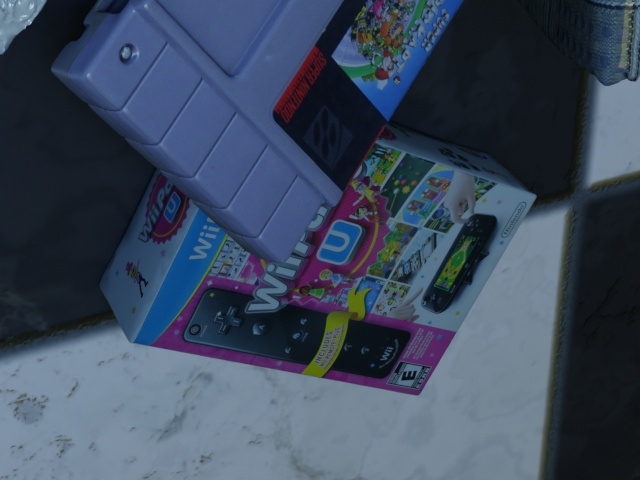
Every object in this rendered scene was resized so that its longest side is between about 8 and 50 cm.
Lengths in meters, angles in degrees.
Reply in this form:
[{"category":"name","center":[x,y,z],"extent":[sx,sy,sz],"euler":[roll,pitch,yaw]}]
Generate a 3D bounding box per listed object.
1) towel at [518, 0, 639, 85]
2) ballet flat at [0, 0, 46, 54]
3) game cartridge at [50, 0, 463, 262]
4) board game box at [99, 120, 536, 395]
[{"category":"towel","center":[0.178,-0.282,0.836],"extent":[0.056,0.324,0.312],"euler":[-1,110,-1]},{"category":"ballet flat","center":[-0.312,-0.123,0.801],"extent":[0.409,0.147,0.147],"euler":[-41,130,3]},{"category":"game cartridge","center":[-0.004,-0.185,0.909],"extent":[0.230,0.068,0.355],"euler":[43,72,-36]},{"category":"board game box","center":[0.000,0.000,1.095],"extent":[0.303,0.097,0.224],"euler":[15,112,-33]}]
